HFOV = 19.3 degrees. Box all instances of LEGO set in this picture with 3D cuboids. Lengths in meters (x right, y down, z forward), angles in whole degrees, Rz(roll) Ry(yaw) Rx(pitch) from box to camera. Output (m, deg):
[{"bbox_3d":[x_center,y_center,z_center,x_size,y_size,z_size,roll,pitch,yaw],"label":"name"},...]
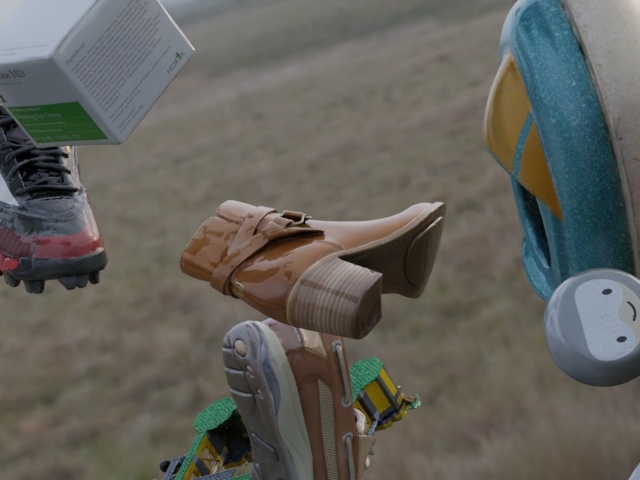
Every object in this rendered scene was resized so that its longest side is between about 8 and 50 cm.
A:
[{"bbox_3d":[-0.017,0.301,2.244,0.331,0.192,0.255,-22,26,24],"label":"LEGO set"}]

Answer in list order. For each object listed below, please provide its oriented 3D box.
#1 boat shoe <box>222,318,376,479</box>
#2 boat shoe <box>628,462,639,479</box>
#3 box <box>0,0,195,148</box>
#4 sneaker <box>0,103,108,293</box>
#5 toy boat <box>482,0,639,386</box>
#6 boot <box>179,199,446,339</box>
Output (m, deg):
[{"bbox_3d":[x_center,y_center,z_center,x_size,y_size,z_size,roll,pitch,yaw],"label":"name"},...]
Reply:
[{"bbox_3d":[0.001,0.206,1.793,0.116,0.324,0.123,-24,34,-22],"label":"boat shoe"},{"bbox_3d":[0.360,0.163,1.332,0.306,0.113,0.105,-15,19,-16],"label":"boat shoe"},{"bbox_3d":[-0.166,-0.128,1.323,0.101,0.087,0.102,1,46,46],"label":"box"},{"bbox_3d":[-0.246,-0.056,1.577,0.097,0.135,0.276,-6,27,-21],"label":"sneaker"},{"bbox_3d":[0.174,-0.022,1.169,0.148,0.267,0.318,-17,29,-3],"label":"toy boat"},{"bbox_3d":[0.000,0.000,1.419,0.152,0.073,0.197,18,26,22],"label":"boot"}]
